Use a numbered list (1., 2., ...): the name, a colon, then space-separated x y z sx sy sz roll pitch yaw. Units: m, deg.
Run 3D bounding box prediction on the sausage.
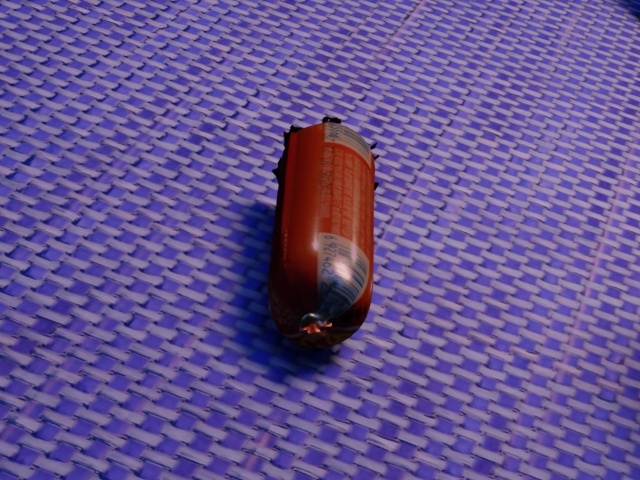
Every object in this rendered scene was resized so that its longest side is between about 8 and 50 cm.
1. sausage: 0.000 0.000 1.335 0.083 0.083 0.264 15 26 -5
